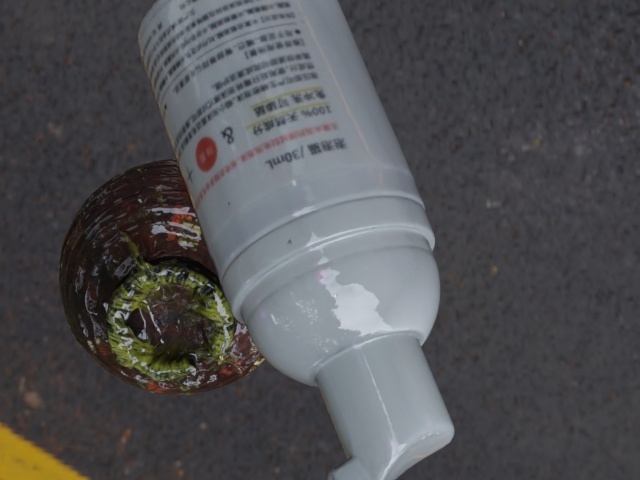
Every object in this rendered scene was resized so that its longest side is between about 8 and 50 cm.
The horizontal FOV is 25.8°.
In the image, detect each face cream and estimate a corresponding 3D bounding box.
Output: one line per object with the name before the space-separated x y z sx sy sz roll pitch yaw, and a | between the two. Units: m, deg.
face cream | 0.000 0.000 0.915 0.145 0.369 0.145 -18 159 -7

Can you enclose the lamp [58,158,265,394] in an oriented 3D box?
lamp | -0.135 0.039 1.348 0.247 0.247 0.247 1 135 1
